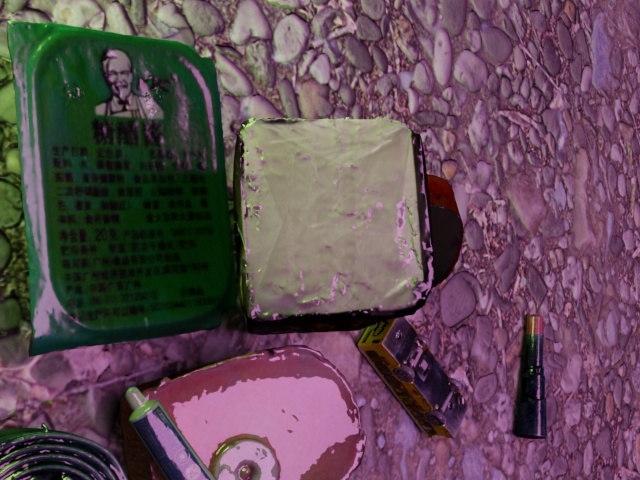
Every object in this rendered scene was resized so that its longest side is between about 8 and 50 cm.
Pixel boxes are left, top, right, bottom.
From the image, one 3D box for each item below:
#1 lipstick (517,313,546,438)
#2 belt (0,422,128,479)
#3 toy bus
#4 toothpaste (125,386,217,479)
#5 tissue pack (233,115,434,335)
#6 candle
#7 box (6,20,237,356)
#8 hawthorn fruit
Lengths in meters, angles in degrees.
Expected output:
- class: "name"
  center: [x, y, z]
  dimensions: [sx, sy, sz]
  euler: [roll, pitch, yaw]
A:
- class: "lipstick"
  center: [0.401, 0.250, 1.612]
  dimensions: [0.053, 0.053, 0.234]
  euler: [25, 65, -41]
- class: "belt"
  center: [-0.285, 0.317, 0.852]
  dimensions: [0.206, 0.116, 0.268]
  euler: [-8, 88, -43]
- class: "toy bus"
  center: [0.148, 0.213, 1.338]
  dimensions: [0.226, 0.074, 0.081]
  euler: [52, 51, -27]
- class: "toothpaste"
  center: [-0.150, 0.239, 0.919]
  dimensions: [0.057, 0.035, 0.197]
  euler: [-32, 98, -6]
- class: "tissue pack"
  center: [0.000, 0.000, 0.992]
  dimensions: [0.198, 0.370, 0.210]
  euler: [-6, 82, -6]
- class: "candle"
  center: [-0.115, 0.263, 1.028]
  dimensions: [0.287, 0.131, 0.317]
  euler: [34, 64, -24]
- class: "box"
  center: [-0.233, -0.055, 0.960]
  dimensions: [0.264, 0.106, 0.337]
  euler: [-3, 86, -47]
- class: "hawthorn fruit"
  center: [0.129, -0.020, 1.271]
  dimensions: [0.251, 0.189, 0.190]
  euler: [-31, 108, -67]
